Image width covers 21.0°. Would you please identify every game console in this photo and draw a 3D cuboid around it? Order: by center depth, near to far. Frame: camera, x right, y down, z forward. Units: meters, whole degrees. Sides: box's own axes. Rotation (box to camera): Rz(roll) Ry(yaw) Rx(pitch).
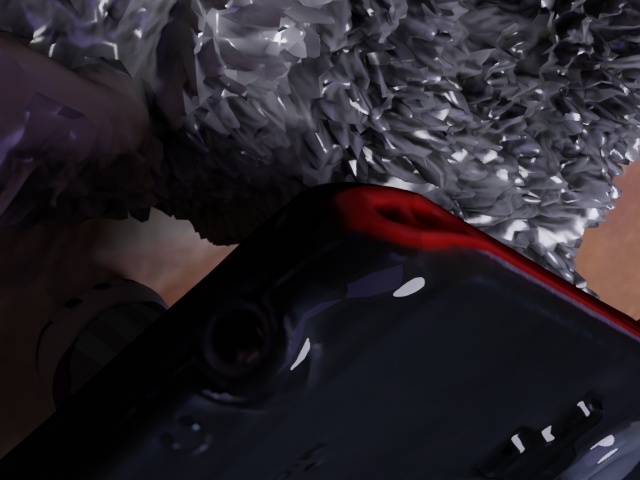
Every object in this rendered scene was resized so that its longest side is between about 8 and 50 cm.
[{"bbox_3d":[-0.060,0.145,0.493,0.386,0.060,0.342,-42,161,11],"label":"game console"}]

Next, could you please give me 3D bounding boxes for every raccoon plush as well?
[{"bbox_3d":[0.000,0.000,0.566,0.299,0.216,0.446,-48,119,-38],"label":"raccoon plush"}]

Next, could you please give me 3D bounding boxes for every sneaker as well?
[{"bbox_3d":[-0.044,0.124,0.714,0.083,0.098,0.223,-36,121,-19],"label":"sneaker"}]
